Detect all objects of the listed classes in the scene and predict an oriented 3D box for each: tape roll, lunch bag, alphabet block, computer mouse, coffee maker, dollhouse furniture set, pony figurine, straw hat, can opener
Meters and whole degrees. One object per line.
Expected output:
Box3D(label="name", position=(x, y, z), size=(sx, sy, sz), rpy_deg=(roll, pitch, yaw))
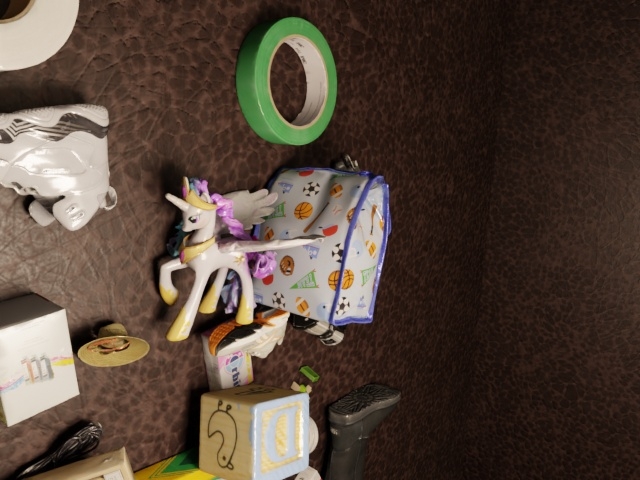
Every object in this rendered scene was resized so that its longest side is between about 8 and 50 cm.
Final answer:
Box3D(label="tape roll", position=(-0.082, -0.418, 1.348), size=(0.321, 0.077, 0.322), rpy_deg=(-17, 112, -49))
Box3D(label="lunch bag", position=(0.000, 0.000, 1.349), size=(0.238, 0.327, 0.386), rpy_deg=(8, 90, -56))
Box3D(label="alphabet block", position=(-0.161, 0.467, 1.238), size=(0.193, 0.197, 0.193), rpy_deg=(10, 77, -50))
Box3D(label="computer mouse", position=(-0.497, 0.527, 1.068), size=(0.188, 0.072, 0.272), rpy_deg=(-37, 117, -31))
Box3D(label="tape roll", position=(-0.529, -0.407, 0.772), size=(0.286, 0.100, 0.287), rpy_deg=(-15, 110, -48))
Box3D(label="coffee maker", position=(0.007, 0.224, 1.580), size=(0.178, 0.120, 0.171), rpy_deg=(40, 67, -49))
Box3D(label="dollhouse furniture set", position=(-0.067, 0.486, 1.629), size=(0.076, 0.058, 0.152), rpy_deg=(8, 111, -59))
Box3D(label="pony figurine", position=(-0.209, 0.025, 1.176), size=(0.350, 0.302, 0.364), rpy_deg=(-7, 118, -41))
Box3D(label="straw hat", position=(-0.436, 0.208, 1.065), size=(0.144, 0.144, 0.061), rpy_deg=(29, 34, -50))
Box3D(label="can opener", position=(0.114, -0.163, 1.675), size=(0.093, 0.074, 0.280), rpy_deg=(-30, 126, -3))

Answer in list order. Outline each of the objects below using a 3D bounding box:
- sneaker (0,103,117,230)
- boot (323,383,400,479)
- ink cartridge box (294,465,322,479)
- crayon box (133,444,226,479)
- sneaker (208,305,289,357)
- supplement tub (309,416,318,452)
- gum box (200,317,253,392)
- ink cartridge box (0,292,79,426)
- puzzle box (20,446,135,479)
Box3D(label="sneaker", position=(-0.506, -0.106, 0.841), size=(0.365, 0.137, 0.211), rpy_deg=(-28, 117, -49))
Box3D(label="boot", position=(0.147, 0.791, 1.869), size=(0.366, 0.146, 0.446), rpy_deg=(-4, 100, -44))
Box3D(label="ink cartridge box", position=(-0.056, 0.845, 1.702), size=(0.135, 0.056, 0.099), rpy_deg=(-48, 133, -34))
Box3D(label="crayon box", position=(-0.334, 0.724, 1.287), size=(0.313, 0.106, 0.363), rpy_deg=(-2, 99, -50))
Box3D(label="sneaker", position=(-0.172, 0.258, 1.284), size=(0.262, 0.099, 0.121), rpy_deg=(-17, 115, -50))
Box3D(label="supplement tub", position=(-0.114, 0.584, 1.496), size=(0.199, 0.144, 0.145), rpy_deg=(18, 85, -52))
Box3D(label="gum box", position=(-0.243, 0.315, 1.334), size=(0.107, 0.062, 0.189), rpy_deg=(-23, 116, -46))
Box3D(label="ink cartridge box", position=(-0.529, 0.206, 0.898), size=(0.127, 0.128, 0.176), rpy_deg=(-18, 114, -48))
Box3D(label="puzzle box", position=(-0.483, 0.628, 1.016), size=(0.271, 0.052, 0.409), rpy_deg=(-14, 113, -16))
